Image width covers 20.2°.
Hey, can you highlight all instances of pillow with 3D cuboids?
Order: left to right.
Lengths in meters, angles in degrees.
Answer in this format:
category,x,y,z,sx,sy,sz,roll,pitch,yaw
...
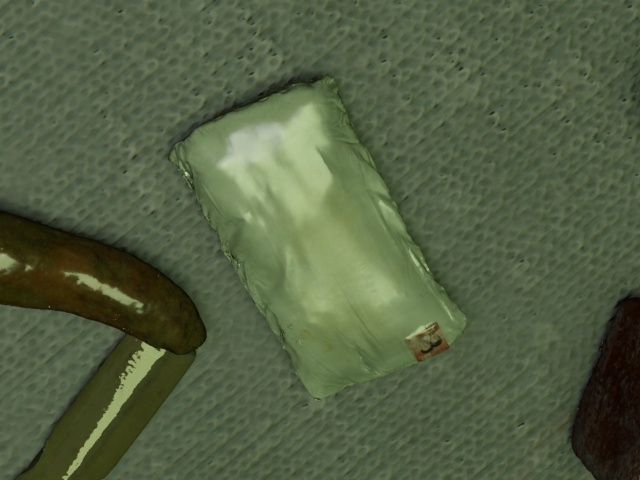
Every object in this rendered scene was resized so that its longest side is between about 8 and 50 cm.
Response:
category,x,y,z,sx,sy,sz,roll,pitch,yaw
pillow,0.000,0.000,1.266,0.128,0.051,0.229,-28,107,6

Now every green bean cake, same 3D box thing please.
category,x,y,z,sx,sy,sz,roll,pitch,yaw
green bean cake,0.241,0.120,1.295,0.056,0.135,0.135,14,103,-17

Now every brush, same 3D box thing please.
category,x,y,z,sx,sy,sz,roll,pitch,yaw
brush,-0.191,0.180,1.287,0.054,0.048,0.282,36,95,-15

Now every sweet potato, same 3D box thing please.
category,x,y,z,sx,sy,sz,roll,pitch,yaw
sweet potato,-0.205,0.020,1.228,0.273,0.075,0.075,13,102,-17
